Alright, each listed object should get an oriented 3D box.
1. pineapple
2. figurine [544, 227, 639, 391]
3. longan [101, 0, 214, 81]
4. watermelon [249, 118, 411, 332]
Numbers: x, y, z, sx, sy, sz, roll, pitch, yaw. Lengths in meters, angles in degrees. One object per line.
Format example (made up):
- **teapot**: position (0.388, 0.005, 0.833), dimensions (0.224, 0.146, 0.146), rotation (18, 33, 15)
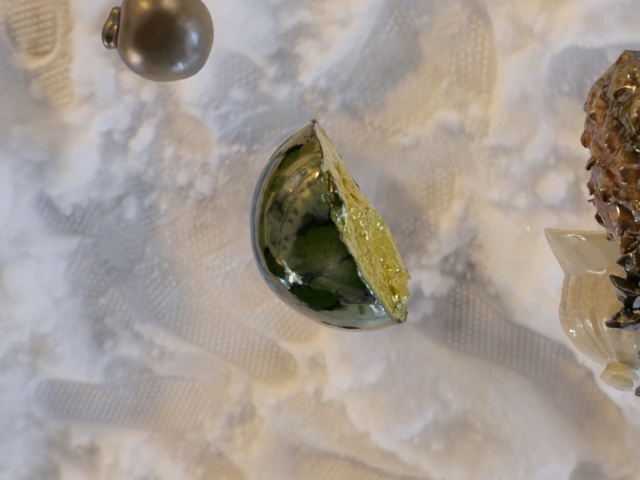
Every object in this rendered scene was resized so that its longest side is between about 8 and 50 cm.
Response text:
- **pineapple**: position (0.193, 0.000, 0.540), dimensions (0.108, 0.108, 0.197), rotation (-3, 85, 9)
- **figurine**: position (0.388, 0.011, 1.055), dimensions (0.332, 0.185, 0.204), rotation (-30, 80, -19)
- **longan**: position (-0.169, -0.217, 1.060), dimensions (0.119, 0.106, 0.106), rotation (4, 112, 13)
- **watermelon**: position (0.000, 0.000, 0.487), dimensions (0.062, 0.105, 0.105), rotation (-27, 105, 11)
